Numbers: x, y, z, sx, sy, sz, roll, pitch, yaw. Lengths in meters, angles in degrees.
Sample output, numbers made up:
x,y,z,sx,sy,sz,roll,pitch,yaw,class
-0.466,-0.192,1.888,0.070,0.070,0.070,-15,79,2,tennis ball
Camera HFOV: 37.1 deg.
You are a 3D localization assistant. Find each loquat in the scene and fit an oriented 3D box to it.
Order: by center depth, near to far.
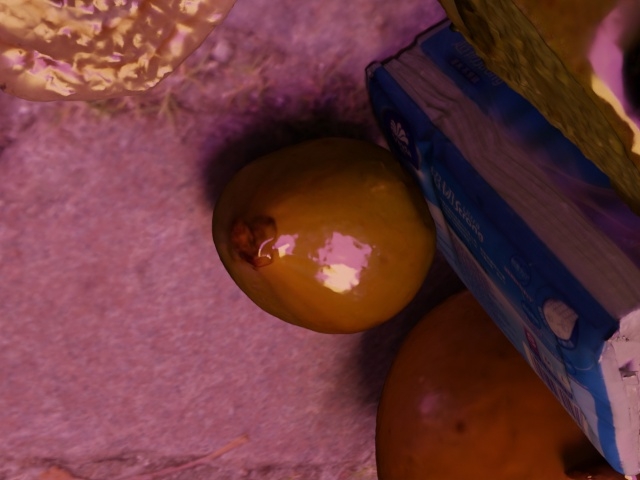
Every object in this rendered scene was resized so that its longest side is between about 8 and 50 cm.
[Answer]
x,y,z,sx,sy,sz,roll,pitch,yaw,class
0.213,0.170,0.791,0.329,0.328,0.359,-11,163,-24,loquat

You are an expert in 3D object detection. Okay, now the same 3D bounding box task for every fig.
x,y,z,sx,sy,sz,roll,pitch,yaw,class
0.002,-0.003,0.638,0.153,0.120,0.135,5,109,-15,fig

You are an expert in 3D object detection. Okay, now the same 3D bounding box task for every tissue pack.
x,y,z,sx,sy,sz,roll,pitch,yaw,class
0.168,-0.010,0.631,0.146,0.263,0.198,-32,140,-2,tissue pack

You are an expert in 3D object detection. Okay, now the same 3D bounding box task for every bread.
x,y,z,sx,sy,sz,roll,pitch,yaw,class
-0.120,-0.145,0.401,0.134,0.141,0.148,-46,138,13,bread

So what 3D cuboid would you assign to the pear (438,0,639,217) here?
x,y,z,sx,sy,sz,roll,pitch,yaw,class
0.132,-0.134,0.404,0.164,0.255,0.238,-39,135,10,pear
